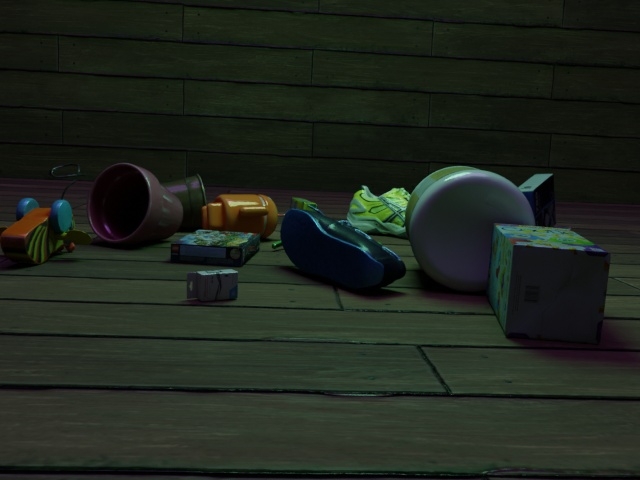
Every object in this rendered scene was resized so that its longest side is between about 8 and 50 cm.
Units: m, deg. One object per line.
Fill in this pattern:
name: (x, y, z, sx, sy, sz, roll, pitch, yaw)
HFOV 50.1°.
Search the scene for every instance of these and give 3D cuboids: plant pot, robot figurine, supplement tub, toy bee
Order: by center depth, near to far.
supplement tub: (0.302, -0.036, 1.450, 0.241, 0.240, 0.331, 3, 8, 5)
toy bee: (-0.576, -0.022, 1.492, 0.195, 0.162, 0.298, 15, 37, 22)
plant pot: (-0.451, -0.078, 1.728, 0.202, 0.201, 0.180, 7, -6, 27)
robot figurine: (-0.210, -0.064, 1.859, 0.220, 0.158, 0.128, -2, 44, -29)
plant pot: (-0.426, -0.100, 1.982, 0.165, 0.166, 0.167, -9, 12, -19)

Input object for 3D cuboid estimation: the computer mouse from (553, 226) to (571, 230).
computer mouse: (0.707, -0.009, 2.095, 0.193, 0.042, 0.106, -13, 12, -42)

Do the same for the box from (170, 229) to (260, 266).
box: (-0.238, 0.015, 1.598, 0.159, 0.044, 0.233, 3, 8, 4)

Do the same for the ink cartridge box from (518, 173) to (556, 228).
ink cartridge box: (0.615, -0.085, 1.985, 0.065, 0.165, 0.333, 2, 17, 32)

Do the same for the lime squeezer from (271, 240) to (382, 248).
lime squeezer: (0.000, 0.000, 1.812, 0.311, 0.058, 0.110, 0, 39, -25)

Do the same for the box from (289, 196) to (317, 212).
box: (-0.053, -0.065, 1.989, 0.043, 0.105, 0.179, 7, 6, -19)

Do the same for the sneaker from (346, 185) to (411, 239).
sneaker: (0.261, -0.083, 2.085, 0.385, 0.147, 0.145, 7, 8, 20)

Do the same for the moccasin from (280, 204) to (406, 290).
moccasin: (0.038, 0.029, 1.406, 0.117, 0.137, 0.342, 2, 21, -36)

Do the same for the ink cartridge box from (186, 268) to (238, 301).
ink cartridge box: (-0.185, 0.077, 1.173, 0.083, 0.048, 0.028, -3, 10, -30)

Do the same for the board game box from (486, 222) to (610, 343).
board game box: (0.367, 0.060, 1.143, 0.142, 0.144, 0.275, 4, 9, 7)
